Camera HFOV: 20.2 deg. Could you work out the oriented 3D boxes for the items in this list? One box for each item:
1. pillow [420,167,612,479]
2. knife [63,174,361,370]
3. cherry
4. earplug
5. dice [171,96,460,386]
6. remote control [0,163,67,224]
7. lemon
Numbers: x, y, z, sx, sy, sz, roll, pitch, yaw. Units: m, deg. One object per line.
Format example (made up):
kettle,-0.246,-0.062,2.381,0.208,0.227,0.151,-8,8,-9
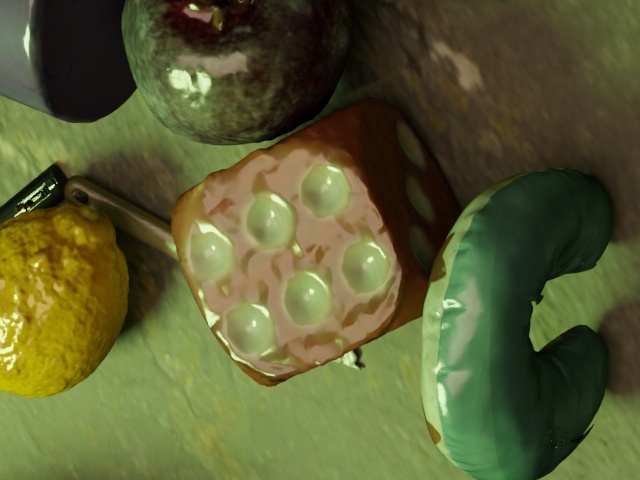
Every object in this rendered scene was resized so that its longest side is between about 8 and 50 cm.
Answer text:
pillow,0.153,0.065,1.315,0.086,0.214,0.233,8,105,42
knife,-0.091,0.030,1.506,0.298,0.017,0.047,28,109,10
cherry,-0.064,-0.164,1.367,0.195,0.195,0.195,4,102,21
earplug,-0.351,-0.254,1.462,0.456,0.215,0.215,18,106,21
dice,0.000,0.000,1.373,0.175,0.179,0.174,-26,87,23
remote control,-0.256,-0.030,1.560,0.091,0.016,0.034,-36,90,24
lemon,-0.230,0.046,1.497,0.142,0.142,0.187,35,108,12
